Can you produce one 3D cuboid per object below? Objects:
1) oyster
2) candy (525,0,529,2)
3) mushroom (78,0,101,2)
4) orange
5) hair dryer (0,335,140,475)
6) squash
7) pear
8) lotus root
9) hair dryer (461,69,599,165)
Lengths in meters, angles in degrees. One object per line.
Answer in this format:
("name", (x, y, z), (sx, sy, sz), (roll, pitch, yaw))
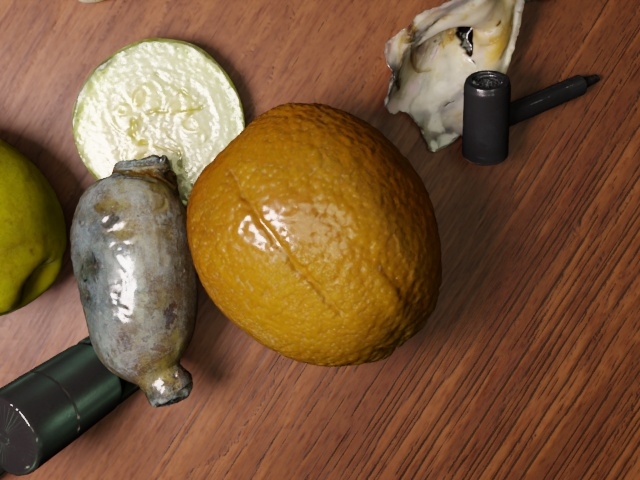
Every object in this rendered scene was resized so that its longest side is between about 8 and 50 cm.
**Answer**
("oyster", (0.194, -0.285, 1.242), (0.271, 0.100, 0.275), (-36, 138, -16))
("candy", (0.381, -0.409, 1.289), (0.175, 0.045, 0.043), (-36, 63, 0))
("mushroom", (-0.330, -0.381, 1.215), (0.084, 0.067, 0.083), (0, 89, -10))
("orange", (0.000, 0.000, 1.151), (0.322, 0.322, 0.357), (-44, 99, -1))
("hair dryer", (-0.409, 0.264, 1.232), (0.302, 0.244, 0.116), (-39, 87, 32))
("squash", (-0.235, -0.165, 1.248), (0.252, 0.049, 0.252), (0, 95, -5))
("pear", (-0.490, -0.036, 1.137), (0.307, 0.253, 0.253), (43, 90, 8))
("lotus root", (-0.253, 0.058, 1.165), (0.175, 0.175, 0.349), (-7, 86, -4))
("hair dryer", (0.317, -0.217, 1.266), (0.255, 0.070, 0.128), (-26, 132, -20))
